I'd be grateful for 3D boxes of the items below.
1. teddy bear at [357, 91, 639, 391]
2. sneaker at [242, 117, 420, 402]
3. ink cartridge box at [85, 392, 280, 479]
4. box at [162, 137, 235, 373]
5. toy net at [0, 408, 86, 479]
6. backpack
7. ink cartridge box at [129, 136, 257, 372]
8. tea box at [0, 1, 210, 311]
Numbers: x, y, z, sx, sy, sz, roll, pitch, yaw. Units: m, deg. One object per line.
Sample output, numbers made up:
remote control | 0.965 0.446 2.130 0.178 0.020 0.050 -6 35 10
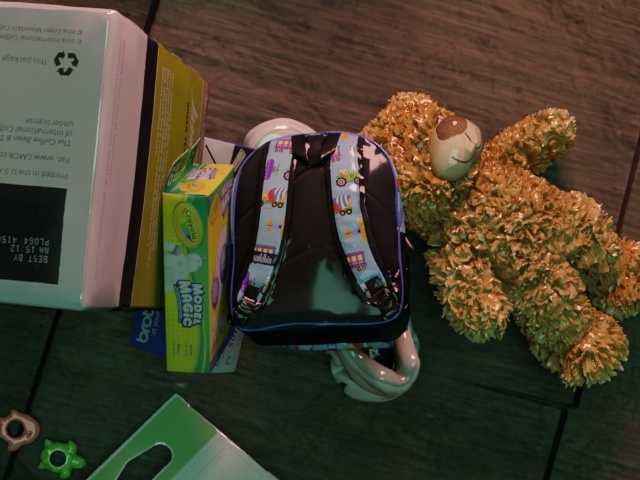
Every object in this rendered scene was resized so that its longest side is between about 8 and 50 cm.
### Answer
teddy bear | 0.185 -0.012 1.307 0.245 0.113 0.338 -36 93 -18
sneaker | 0.018 0.015 1.298 0.110 0.118 0.292 -28 90 -5
ink cartridge box | -0.104 0.278 1.284 0.235 0.056 0.171 37 63 18
box | -0.101 0.010 1.172 0.043 0.105 0.179 1 108 9
toy net | -0.342 0.197 1.287 0.232 0.045 0.122 27 86 -5
backpack | 0.000 0.000 1.191 0.158 0.117 0.173 -4 72 9
ink cartridge box | -0.105 0.010 1.284 0.097 0.046 0.207 15 94 30
tea box | -0.289 -0.063 1.131 0.329 0.323 0.219 6 87 7
